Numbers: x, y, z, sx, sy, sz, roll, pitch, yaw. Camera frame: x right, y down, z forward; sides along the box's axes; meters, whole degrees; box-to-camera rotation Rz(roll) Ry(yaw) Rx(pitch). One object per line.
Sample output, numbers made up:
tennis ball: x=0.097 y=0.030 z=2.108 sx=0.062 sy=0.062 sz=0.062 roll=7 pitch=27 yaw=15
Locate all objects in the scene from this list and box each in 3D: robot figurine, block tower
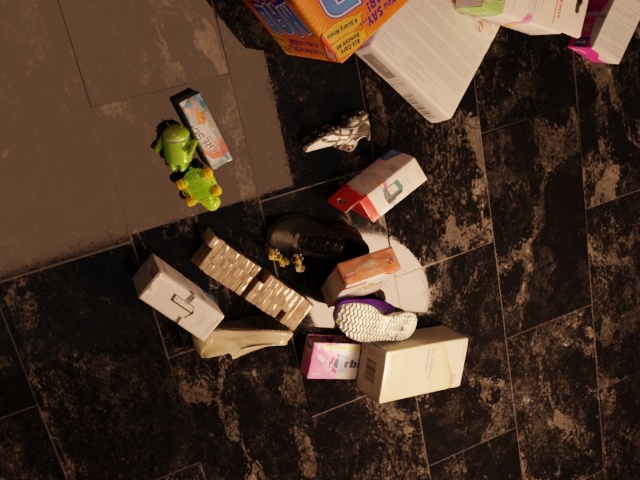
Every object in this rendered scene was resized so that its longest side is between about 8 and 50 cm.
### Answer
robot figurine: x=-0.338 y=-0.223 z=1.787 sx=0.101 sy=0.067 sz=0.115 roll=9 pitch=119 yaw=18
block tower: x=-0.179 y=0.102 z=1.943 sx=0.335 sy=0.091 sz=0.097 roll=38 pitch=88 yaw=-26

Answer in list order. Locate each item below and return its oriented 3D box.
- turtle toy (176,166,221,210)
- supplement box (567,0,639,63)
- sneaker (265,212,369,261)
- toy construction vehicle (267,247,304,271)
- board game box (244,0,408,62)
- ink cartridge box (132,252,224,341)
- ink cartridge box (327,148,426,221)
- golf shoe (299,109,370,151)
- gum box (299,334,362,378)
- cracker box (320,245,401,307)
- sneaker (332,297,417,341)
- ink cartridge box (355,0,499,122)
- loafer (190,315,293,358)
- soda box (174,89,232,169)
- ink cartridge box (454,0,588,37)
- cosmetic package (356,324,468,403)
turtle toy: x=-0.286 y=-0.125 z=1.842 sx=0.095 sy=0.066 sz=0.130 roll=-20 pitch=117 yaw=9
supplement box: x=0.809 y=-0.618 z=2.119 sx=0.114 sy=0.111 sz=0.220 roll=19 pitch=98 yaw=-26
sneaker: x=0.000 y=0.000 z=1.965 sx=0.286 sy=0.130 sz=0.109 roll=4 pitch=106 yaw=-22
toy construction vehicle: x=-0.088 y=0.054 z=1.955 sx=0.086 sy=0.098 sz=0.035 roll=7 pitch=71 yaw=14
board game box: x=0.001 y=-0.647 z=1.640 sx=0.356 sy=0.356 sz=0.356 roll=-44 pitch=117 yaw=-5
ink cartridge box: x=-0.350 y=0.137 z=1.851 sx=0.203 sy=0.148 sz=0.086 roll=39 pitch=91 yaw=-26
ink cartridge box: x=0.145 y=-0.133 z=1.980 sx=0.231 sy=0.134 sz=0.078 roll=-38 pitch=117 yaw=-7
golf shoe: x=0.045 y=-0.257 z=1.935 sx=0.198 sy=0.077 sz=0.094 roll=-26 pitch=114 yaw=-12
gum box: x=0.047 y=0.326 z=2.119 sx=0.188 sy=0.062 sz=0.107 roll=5 pitch=104 yaw=-24
cracker box: x=0.101 y=0.099 z=1.983 sx=0.156 sy=0.232 sz=0.067 roll=-18 pitch=75 yaw=-16
sneaker: x=0.117 y=0.205 z=2.058 sx=0.293 sy=0.146 sz=0.102 roll=15 pitch=98 yaw=-43
ink cartridge box: x=0.293 y=-0.551 z=1.964 sx=0.308 sy=0.091 sz=0.385 roll=36 pitch=73 yaw=-27
loafer: x=-0.207 y=0.258 z=1.980 sx=0.269 sy=0.102 sz=0.092 roll=1 pitch=107 yaw=-13
soda box: x=-0.279 y=-0.263 z=1.806 sx=0.058 sy=0.063 sz=0.183 roll=-31 pitch=115 yaw=-12
ink cartridge box: x=0.535 y=-0.659 z=1.969 sx=0.353 sy=0.119 sz=0.207 roll=7 pitch=97 yaw=-30
cosmetic package: x=0.261 y=0.346 z=2.150 sx=0.309 sy=0.113 sz=0.160 roll=-4 pitch=108 yaw=-34
